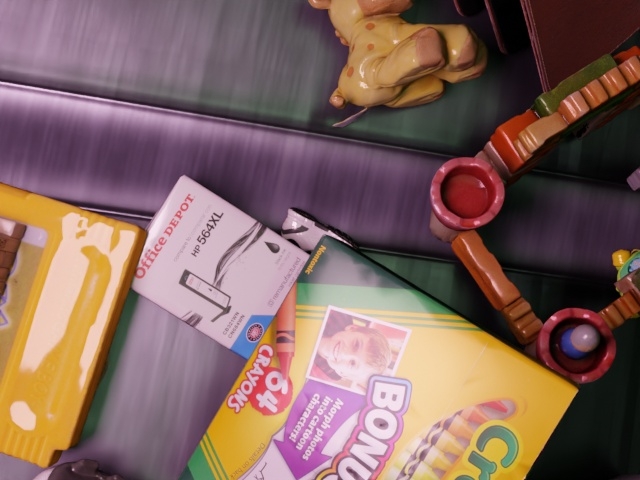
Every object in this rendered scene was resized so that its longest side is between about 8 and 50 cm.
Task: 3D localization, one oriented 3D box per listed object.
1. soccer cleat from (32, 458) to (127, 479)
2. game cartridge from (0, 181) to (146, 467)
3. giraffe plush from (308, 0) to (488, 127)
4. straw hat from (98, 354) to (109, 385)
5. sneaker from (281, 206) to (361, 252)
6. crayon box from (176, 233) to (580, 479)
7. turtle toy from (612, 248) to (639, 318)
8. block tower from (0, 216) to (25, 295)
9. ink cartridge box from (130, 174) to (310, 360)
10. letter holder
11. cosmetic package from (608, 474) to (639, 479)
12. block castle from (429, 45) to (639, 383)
[{"bbox_3d":[-0.212,0.371,1.075,0.331,0.116,0.143,40,122,-20],"label":"soccer cleat"},{"bbox_3d":[-0.390,0.073,1.022,0.324,0.053,0.285,17,87,7],"label":"game cartridge"},{"bbox_3d":[0.079,-0.257,1.120,0.210,0.181,0.170,-20,81,24],"label":"giraffe plush"},{"bbox_3d":[-0.323,0.142,1.070,0.144,0.061,0.144,0,90,-11],"label":"straw hat"},{"bbox_3d":[0.000,0.000,1.149,0.109,0.040,0.043,28,101,-6],"label":"sneaker"},{"bbox_3d":[0.051,0.228,0.993,0.313,0.106,0.363,31,93,20],"label":"crayon box"},{"bbox_3d":[0.454,0.049,1.214,0.130,0.066,0.095,-14,92,-10],"label":"turtle toy"},{"bbox_3d":[-0.418,0.126,0.952,0.091,0.097,0.335,17,86,5],"label":"block tower"},{"bbox_3d":[-0.122,0.037,1.097,0.203,0.086,0.148,32,84,-9],"label":"ink cartridge box"},{"bbox_3d":[0.329,-0.359,1.160,0.302,0.152,0.214,-42,137,-8],"label":"letter holder"},{"bbox_3d":[0.347,0.433,1.129,0.225,0.138,0.224,-17,78,-12],"label":"cosmetic package"},{"bbox_3d":[0.376,-0.063,1.092,0.453,0.213,0.303,-33,80,-7],"label":"block castle"}]
